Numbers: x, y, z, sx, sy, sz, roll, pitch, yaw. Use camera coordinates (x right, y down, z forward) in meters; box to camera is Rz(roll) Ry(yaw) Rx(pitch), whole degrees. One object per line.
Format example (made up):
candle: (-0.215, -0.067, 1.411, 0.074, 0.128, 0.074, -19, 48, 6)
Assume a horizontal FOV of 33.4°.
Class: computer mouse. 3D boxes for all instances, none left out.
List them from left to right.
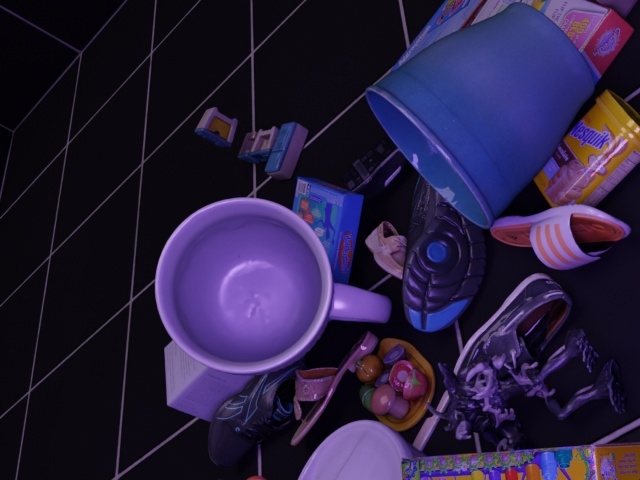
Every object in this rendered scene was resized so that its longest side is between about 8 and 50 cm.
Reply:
computer mouse: (0.151, -0.144, 1.958, 0.262, 0.060, 0.184, -46, 28, 3)

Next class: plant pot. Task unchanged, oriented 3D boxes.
plant pot: (0.250, -0.199, 1.565, 0.255, 0.271, 0.271, -41, 32, -2)

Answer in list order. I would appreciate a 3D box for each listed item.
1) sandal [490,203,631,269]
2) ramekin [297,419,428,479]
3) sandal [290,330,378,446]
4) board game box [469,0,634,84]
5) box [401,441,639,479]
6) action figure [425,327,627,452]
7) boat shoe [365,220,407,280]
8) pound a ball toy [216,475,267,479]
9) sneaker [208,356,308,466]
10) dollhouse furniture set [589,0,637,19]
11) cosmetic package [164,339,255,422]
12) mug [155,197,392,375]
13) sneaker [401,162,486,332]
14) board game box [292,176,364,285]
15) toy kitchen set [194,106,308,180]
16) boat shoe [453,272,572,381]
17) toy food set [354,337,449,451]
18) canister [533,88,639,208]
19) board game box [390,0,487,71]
sandal: (0.336, 0.008, 1.535, 0.265, 0.102, 0.076, -11, 58, 62)
ramekin: (0.078, 0.408, 1.555, 0.273, 0.127, 0.273, -35, 41, 37)
sandal: (-0.004, 0.236, 1.832, 0.240, 0.079, 0.088, -52, 4, 10)
board game box: (0.345, -0.308, 1.793, 0.242, 0.064, 0.316, -55, 32, 10)
box: (0.257, 0.375, 1.198, 0.290, 0.177, 0.279, -17, 71, 49)
action figure: (0.253, 0.216, 1.422, 0.275, 0.164, 0.141, -29, 10, 30)
boat shoe: (0.128, 0.016, 1.854, 0.059, 0.063, 0.170, -59, 30, 15)
pound a ball toy: (-0.177, 0.459, 1.807, 0.319, 0.208, 0.136, -25, 46, 45)
sneaker: (-0.112, 0.311, 1.936, 0.267, 0.101, 0.106, -56, 34, 10)
dollhouse furniture set: (0.468, -0.496, 1.670, 0.242, 0.161, 0.212, -56, 31, 9)
cosmetic package: (-0.187, 0.234, 2.054, 0.183, 0.151, 0.151, -44, 36, 28)
mug: (-0.067, 0.095, 1.792, 0.328, 0.374, 0.276, 82, -165, -82)
sneaker: (0.203, -0.008, 1.748, 0.139, 0.125, 0.341, 126, 160, -72)
board game box: (0.000, 0.000, 1.985, 0.160, 0.047, 0.210, 25, 108, 52)
toy kitchen set: (-0.164, -0.217, 2.363, 0.207, 0.166, 0.122, -4, 62, 55)
boat shoe: (0.268, 0.155, 1.519, 0.233, 0.084, 0.079, -53, 31, 8)
toy food set: (0.113, 0.230, 1.698, 0.128, 0.071, 0.218, -57, 32, 7)
canister: (0.398, -0.120, 1.561, 0.170, 0.073, 0.126, -49, 32, 22)
board game box: (0.247, -0.408, 2.028, 0.281, 0.027, 0.145, -51, 26, 13)
